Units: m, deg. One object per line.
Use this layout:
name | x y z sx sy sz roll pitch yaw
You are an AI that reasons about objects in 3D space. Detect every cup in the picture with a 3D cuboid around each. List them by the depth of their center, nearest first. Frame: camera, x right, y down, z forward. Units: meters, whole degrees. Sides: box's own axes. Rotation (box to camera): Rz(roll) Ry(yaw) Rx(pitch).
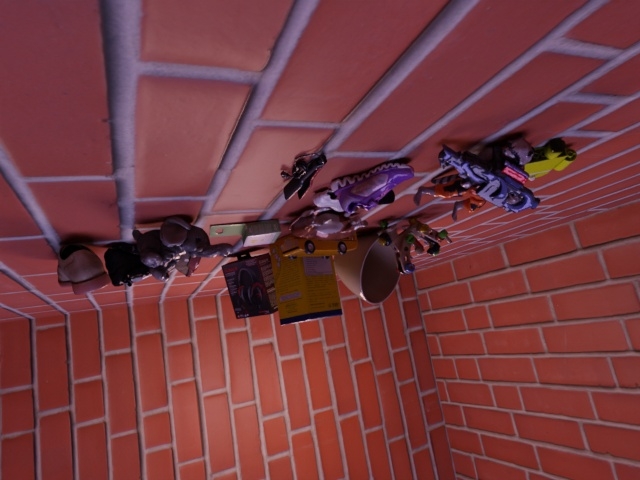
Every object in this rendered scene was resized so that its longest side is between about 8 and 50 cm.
cup | 0.202 0.111 2.067 0.237 0.330 0.331 15 -172 42

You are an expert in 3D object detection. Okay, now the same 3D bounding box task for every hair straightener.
hair straightener | -0.051 -0.156 1.084 0.089 0.047 0.230 -5 167 -25

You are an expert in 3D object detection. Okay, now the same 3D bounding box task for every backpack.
backpack | -0.658 0.079 1.544 0.115 0.151 0.182 -10 -178 35

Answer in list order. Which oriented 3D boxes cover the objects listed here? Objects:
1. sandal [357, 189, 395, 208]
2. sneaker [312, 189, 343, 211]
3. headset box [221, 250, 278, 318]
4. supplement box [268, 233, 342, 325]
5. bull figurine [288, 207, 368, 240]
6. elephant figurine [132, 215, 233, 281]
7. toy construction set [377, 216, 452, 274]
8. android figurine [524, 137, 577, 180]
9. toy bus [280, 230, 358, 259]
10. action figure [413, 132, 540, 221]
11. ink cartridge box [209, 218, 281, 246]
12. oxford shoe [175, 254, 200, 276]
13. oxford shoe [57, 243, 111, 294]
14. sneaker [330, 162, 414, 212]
sandal | 0.154 -0.131 1.349 0.179 0.067 0.040 -5 179 -35
sneaker | 0.050 -0.123 1.322 0.152 0.053 0.061 2 161 -44
headset box | -0.313 0.195 1.994 0.218 0.293 0.110 -13 -176 31
supplement box | -0.066 0.161 1.843 0.194 0.356 0.195 2 164 -44
bull figurine | 0.045 -0.057 1.527 0.311 0.101 0.188 -5 164 -33
elephant figurine | -0.421 0.004 1.334 0.239 0.186 0.169 -34 -153 -6
toy construction set | 0.368 -0.021 1.876 0.257 0.237 0.309 -42 -179 8
android figurine | 0.620 -0.222 1.314 0.248 0.056 0.273 -11 167 4
toy bus | 0.000 0.000 1.684 0.108 0.130 0.333 -19 165 42
action figure | 0.413 -0.188 1.196 0.341 0.178 0.330 29 142 -27
ink cartridge box | -0.271 -0.020 1.560 0.235 0.056 0.171 -8 169 -17
oxford shoe | -0.522 0.055 1.652 0.130 0.122 0.348 22 160 -15
oxford shoe | -0.794 0.074 1.442 0.141 0.146 0.397 -26 -162 -38
sneaker | 0.147 -0.138 1.197 0.237 0.104 0.095 -16 166 24
